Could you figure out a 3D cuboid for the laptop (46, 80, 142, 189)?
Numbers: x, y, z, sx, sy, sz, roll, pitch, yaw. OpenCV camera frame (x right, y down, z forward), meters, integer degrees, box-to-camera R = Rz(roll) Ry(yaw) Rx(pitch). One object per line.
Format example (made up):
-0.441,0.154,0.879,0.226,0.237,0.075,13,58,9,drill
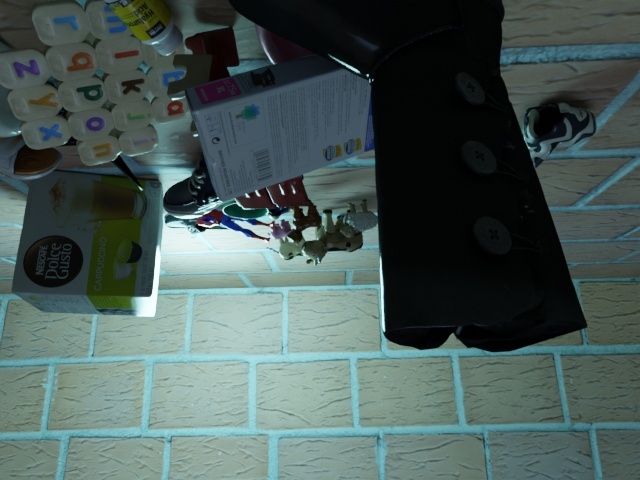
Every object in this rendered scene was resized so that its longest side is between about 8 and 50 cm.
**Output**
-0.536,-0.204,0.958,0.264,0.137,0.234,-2,162,2,laptop

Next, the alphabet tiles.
-0.356,-0.250,0.762,0.277,0.021,0.284,-21,146,-24,alphabet tiles

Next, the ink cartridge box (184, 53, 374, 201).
-0.031,-0.183,0.708,0.310,0.065,0.186,-19,147,-12,ink cartridge box

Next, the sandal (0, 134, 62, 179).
-0.671,-0.207,0.941,0.265,0.102,0.076,20,145,-3,sandal

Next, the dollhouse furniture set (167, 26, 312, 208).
-0.115,-0.226,0.839,0.152,0.202,0.374,-3,156,7,dollhouse furniture set

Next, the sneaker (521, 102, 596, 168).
0.460,-0.228,1.022,0.153,0.094,0.234,14,157,-36,sneaker

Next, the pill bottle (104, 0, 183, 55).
-0.255,-0.330,0.672,0.065,0.065,0.116,-8,155,21,pill bottle

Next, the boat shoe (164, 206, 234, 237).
-0.401,-0.058,1.532,0.254,0.079,0.095,-4,163,8,boat shoe

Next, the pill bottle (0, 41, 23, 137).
-0.652,-0.244,0.781,0.278,0.162,0.162,-4,163,10,pill bottle

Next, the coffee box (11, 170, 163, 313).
-0.648,0.027,1.356,0.334,0.338,0.338,5,162,-17,coffee box

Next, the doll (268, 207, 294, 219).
-0.144,-0.105,1.453,0.128,0.046,0.189,0,162,-5,doll

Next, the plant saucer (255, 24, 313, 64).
0.072,-0.336,0.666,0.331,0.084,0.332,-2,163,-1,plant saucer

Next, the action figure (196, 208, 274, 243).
-0.280,-0.074,1.416,0.280,0.092,0.139,15,164,-7,action figure

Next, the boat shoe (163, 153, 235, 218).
-0.289,-0.161,1.174,0.340,0.127,0.158,-15,153,16,boat shoe

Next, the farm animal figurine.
0.000,0.000,1.531,0.326,0.173,0.330,-7,168,-14,farm animal figurine

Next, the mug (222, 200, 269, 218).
-0.216,-0.124,1.304,0.129,0.098,0.157,14,158,-41,mug

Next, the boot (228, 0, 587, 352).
0.069,-0.112,0.493,0.366,0.446,0.146,3,162,-14,boot
